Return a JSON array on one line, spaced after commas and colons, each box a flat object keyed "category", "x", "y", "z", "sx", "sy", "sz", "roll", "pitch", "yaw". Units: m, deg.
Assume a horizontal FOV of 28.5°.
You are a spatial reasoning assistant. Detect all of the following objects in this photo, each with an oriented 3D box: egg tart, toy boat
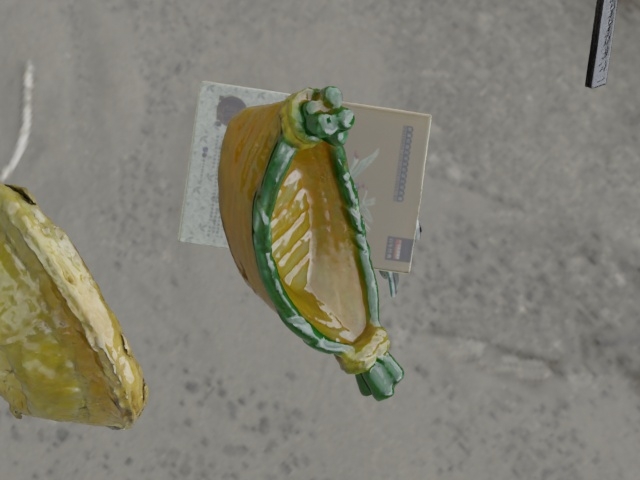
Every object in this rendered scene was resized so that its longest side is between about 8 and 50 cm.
[{"category": "egg tart", "x": -0.276, "y": 0.082, "z": 1.202, "sx": 0.115, "sy": 0.290, "sz": 0.290, "roll": -35, "pitch": 76, "yaw": -22}, {"category": "toy boat", "x": 0.000, "y": 0.000, "z": 0.733, "sx": 0.088, "sy": 0.229, "sz": 0.089, "roll": 24, "pitch": 53, "yaw": 33}]

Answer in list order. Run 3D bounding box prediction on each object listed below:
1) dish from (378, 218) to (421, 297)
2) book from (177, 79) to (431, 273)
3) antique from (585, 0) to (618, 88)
[{"category": "dish", "x": 0.113, "y": -0.031, "z": 1.993, "sx": 0.078, "sy": 0.224, "sz": 0.246, "roll": -15, "pitch": 50, "yaw": -3}, {"category": "book", "x": -0.020, "y": -0.083, "z": 1.664, "sx": 0.310, "sy": 0.217, "sz": 0.021, "roll": 8, "pitch": 0, "yaw": -5}, {"category": "antique", "x": 0.356, "y": -0.280, "z": 1.577, "sx": 0.031, "sy": 0.192, "sz": 0.015, "roll": -24, "pitch": 38, "yaw": -34}]
